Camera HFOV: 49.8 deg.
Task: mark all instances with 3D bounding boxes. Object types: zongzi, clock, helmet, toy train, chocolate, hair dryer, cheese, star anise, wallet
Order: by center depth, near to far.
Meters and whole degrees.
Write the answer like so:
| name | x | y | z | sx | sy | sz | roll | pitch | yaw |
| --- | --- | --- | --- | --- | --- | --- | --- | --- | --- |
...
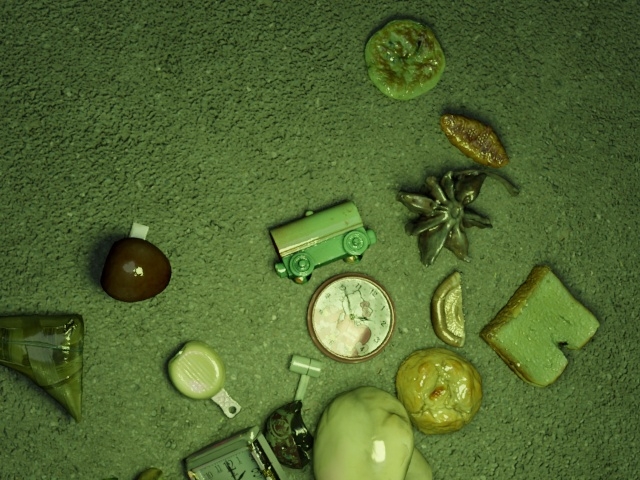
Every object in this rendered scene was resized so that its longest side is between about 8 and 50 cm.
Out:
| name | x | y | z | sx | sy | sz | roll | pitch | yaw |
| --- | --- | --- | --- | --- | --- | --- | --- | --- | --- |
| zongzi | -0.712 | 0.320 | 1.696 | 0.251 | 0.125 | 0.274 | 0 | 92 | -9 |
| clock | -0.210 | 0.584 | 1.732 | 0.253 | 0.083 | 0.186 | -29 | 90 | 24 |
| chocolate | -0.459 | 0.079 | 1.732 | 0.177 | 0.177 | 0.176 | 1 | 86 | -8 |
| helmet | -0.089 | 0.499 | 1.756 | 0.107 | 0.177 | 0.153 | -9 | 106 | 12 |
| cheese | -0.290 | 0.367 | 1.781 | 0.137 | 0.064 | 0.227 | -43 | 91 | -6 |
| wallet | -0.482 | -0.004 | 1.807 | 0.044 | 0.011 | 0.083 | 18 | 83 | -7 |
| hair dryer | -0.053 | 0.376 | 1.828 | 0.082 | 0.047 | 0.137 | 15 | 91 | -6 |
| toy train | 0.000 | 0.000 | 1.837 | 0.286 | 0.116 | 0.177 | -21 | 77 | -8 |
| clock | 0.084 | 0.209 | 1.852 | 0.245 | 0.056 | 0.244 | 1 | 84 | -6 |
| star anise | 0.352 | -0.071 | 1.888 | 0.360 | 0.139 | 0.315 | 22 | 90 | -22 |

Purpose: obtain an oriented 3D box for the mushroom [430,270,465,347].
| name | x | y | z | sx | sy | sz | roll | pitch | yaw |
| --- | --- | --- | --- | --- | --- | --- | --- | --- | --- |
| mushroom | 0.348 | 0.189 | 1.884 | 0.094 | 0.072 | 0.209 | -2 | 83 | -10 |

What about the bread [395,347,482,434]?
| name | x | y | z | sx | sy | sz | roll | pitch | yaw |
| --- | --- | --- | --- | --- | --- | --- | --- | --- | --- |
| bread | 0.323 | 0.402 | 1.834 | 0.245 | 0.134 | 0.244 | 0 | 87 | -5 |

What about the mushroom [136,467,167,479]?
| name | x | y | z | sx | sy | sz | roll | pitch | yaw |
| --- | --- | --- | --- | --- | --- | --- | --- | --- | --- |
| mushroom | -0.345 | 0.701 | 1.734 | 0.312 | 0.081 | 0.100 | 46 | 45 | -6 |

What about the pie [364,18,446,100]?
| name | x | y | z | sx | sy | sz | roll | pitch | yaw |
| --- | --- | --- | --- | --- | --- | --- | --- | --- | --- |
| pie | 0.237 | -0.506 | 1.929 | 0.241 | 0.054 | 0.240 | 1 | 84 | -9 |

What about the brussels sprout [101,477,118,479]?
| name | x | y | z | sx | sy | sz | roll | pitch | yaw |
| --- | --- | --- | --- | --- | --- | --- | --- | --- | --- |
| brussels sprout | -0.525 | 0.691 | 1.709 | 0.139 | 0.100 | 0.180 | 0 | 87 | 2 |

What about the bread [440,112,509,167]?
| name | x | y | z | sx | sy | sz | roll | pitch | yaw |
| --- | --- | --- | --- | --- | --- | --- | --- | --- | --- |
| bread | 0.428 | -0.285 | 1.929 | 0.233 | 0.076 | 0.104 | 33 | 94 | -12 |

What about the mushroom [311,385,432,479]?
| name | x | y | z | sx | sy | sz | roll | pitch | yaw |
| --- | --- | --- | --- | --- | --- | --- | --- | --- | --- |
| mushroom | 0.104 | 0.542 | 1.728 | 0.315 | 0.356 | 0.315 | -4 | 44 | 4 |

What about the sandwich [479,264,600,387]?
| name | x | y | z | sx | sy | sz | roll | pitch | yaw |
| --- | --- | --- | --- | --- | --- | --- | --- | --- | --- |
| sandwich | 0.607 | 0.249 | 1.908 | 0.249 | 0.095 | 0.273 | 44 | 80 | -7 |
